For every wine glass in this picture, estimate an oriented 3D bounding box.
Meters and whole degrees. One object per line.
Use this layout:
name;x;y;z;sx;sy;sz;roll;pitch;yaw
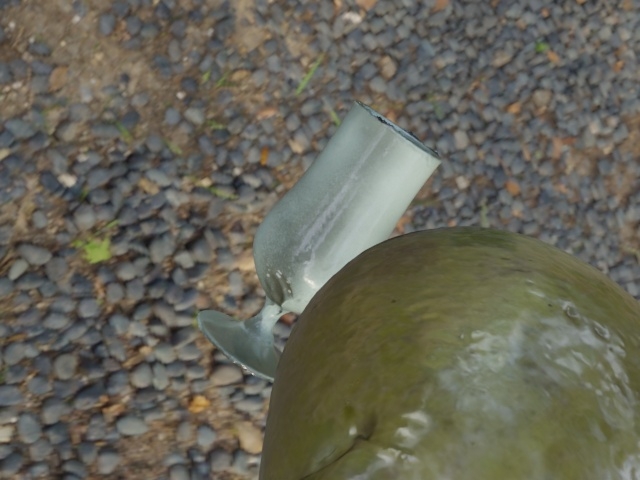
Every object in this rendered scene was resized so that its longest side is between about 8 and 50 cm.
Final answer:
wine glass;0.000;0.000;0.911;0.103;0.103;0.231;29;102;-23

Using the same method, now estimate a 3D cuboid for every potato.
potato;0.058;0.088;0.428;0.251;0.174;0.159;-44;141;-64
